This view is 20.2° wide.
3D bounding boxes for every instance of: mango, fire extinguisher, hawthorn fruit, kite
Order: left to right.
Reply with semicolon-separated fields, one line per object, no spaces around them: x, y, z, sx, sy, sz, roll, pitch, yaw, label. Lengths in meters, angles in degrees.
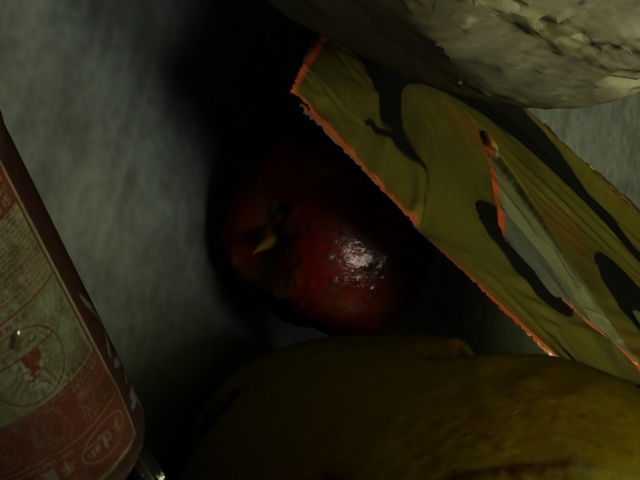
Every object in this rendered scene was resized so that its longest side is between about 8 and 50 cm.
-0.100;0.052;0.564;0.106;0.075;0.252;-115;-176;-59;fire extinguisher
0.000;0.000;0.742;0.093;0.093;0.093;0;91;-58;hawthorn fruit
0.036;0.101;0.647;0.167;0.262;0.130;-26;114;-31;mango
0.109;0.006;0.782;0.377;0.013;0.327;24;29;-49;kite

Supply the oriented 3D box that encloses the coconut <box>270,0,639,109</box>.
0.099;-0.234;0.662;0.360;0.346;0.346;-30;116;-48;coconut
